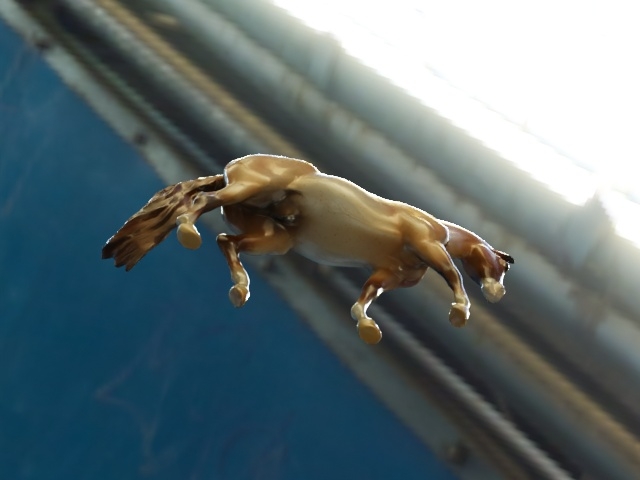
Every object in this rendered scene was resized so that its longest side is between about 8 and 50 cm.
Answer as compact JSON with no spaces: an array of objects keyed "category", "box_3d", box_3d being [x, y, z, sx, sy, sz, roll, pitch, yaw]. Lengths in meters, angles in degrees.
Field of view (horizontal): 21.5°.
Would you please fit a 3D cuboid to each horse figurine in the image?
[{"category":"horse figurine","box_3d":[0.000,0.000,1.085,0.263,0.066,0.174,14,-155,2]}]
